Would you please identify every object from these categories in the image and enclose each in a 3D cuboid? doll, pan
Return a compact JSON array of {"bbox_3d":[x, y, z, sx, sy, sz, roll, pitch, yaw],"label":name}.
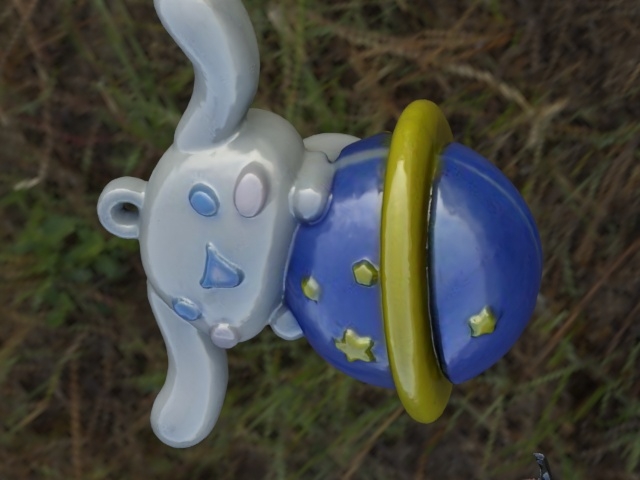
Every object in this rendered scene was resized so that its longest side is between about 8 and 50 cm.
[{"bbox_3d":[0.003,-0.029,1.039,0.243,0.159,0.311,5,126,26],"label":"doll"},{"bbox_3d":[0.191,0.213,1.514,0.068,0.023,0.115,13,152,28],"label":"pan"}]
